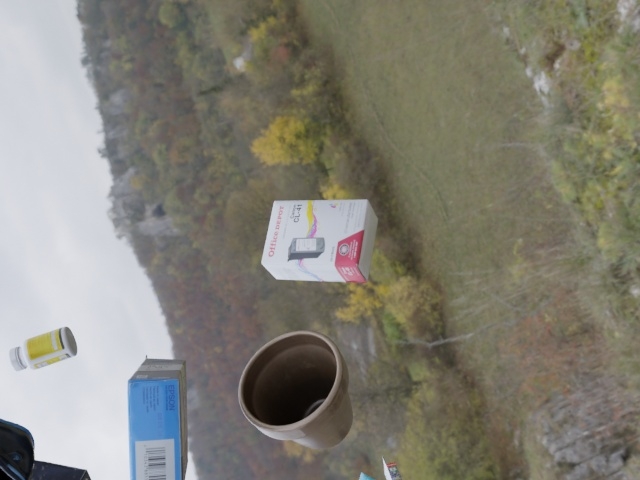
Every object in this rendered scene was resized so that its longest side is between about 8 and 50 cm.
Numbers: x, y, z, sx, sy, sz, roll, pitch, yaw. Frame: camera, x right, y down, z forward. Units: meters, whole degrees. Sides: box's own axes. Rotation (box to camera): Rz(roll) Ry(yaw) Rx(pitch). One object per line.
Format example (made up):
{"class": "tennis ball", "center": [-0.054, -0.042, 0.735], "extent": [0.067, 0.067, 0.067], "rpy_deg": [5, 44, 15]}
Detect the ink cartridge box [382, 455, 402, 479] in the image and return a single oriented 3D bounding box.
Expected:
{"class": "ink cartridge box", "center": [0.197, 0.640, 1.740], "extent": [0.115, 0.029, 0.062], "rpy_deg": [-115, 17, -70]}

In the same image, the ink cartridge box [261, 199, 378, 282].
{"class": "ink cartridge box", "center": [0.000, 0.000, 1.926], "extent": [0.131, 0.306, 0.226], "rpy_deg": [56, -141, -58]}

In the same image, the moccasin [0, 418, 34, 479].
{"class": "moccasin", "center": [-0.580, 0.326, 1.003], "extent": [0.342, 0.138, 0.116], "rpy_deg": [37, -158, -50]}

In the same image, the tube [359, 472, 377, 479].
{"class": "tube", "center": [0.213, 0.800, 2.009], "extent": [0.052, 0.207, 0.080], "rpy_deg": [94, -165, -71]}

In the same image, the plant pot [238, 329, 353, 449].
{"class": "plant pot", "center": [-0.027, 0.381, 1.530], "extent": [0.229, 0.263, 0.263], "rpy_deg": [58, -179, -40]}

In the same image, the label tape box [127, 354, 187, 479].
{"class": "label tape box", "center": [-0.348, 0.390, 1.418], "extent": [0.334, 0.106, 0.240], "rpy_deg": [176, 93, -81]}

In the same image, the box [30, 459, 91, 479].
{"class": "box", "center": [-0.762, 0.744, 1.725], "extent": [0.182, 0.294, 0.296], "rpy_deg": [-71, -17, -51]}

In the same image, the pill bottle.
{"class": "pill bottle", "center": [-0.554, 0.220, 1.283], "extent": [0.065, 0.116, 0.065], "rpy_deg": [161, 90, -81]}
